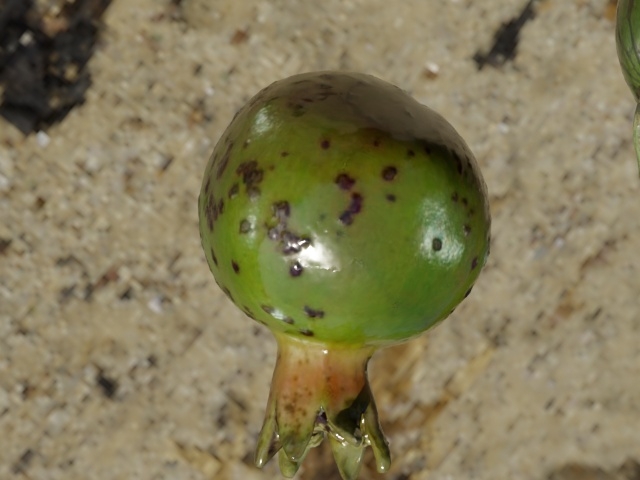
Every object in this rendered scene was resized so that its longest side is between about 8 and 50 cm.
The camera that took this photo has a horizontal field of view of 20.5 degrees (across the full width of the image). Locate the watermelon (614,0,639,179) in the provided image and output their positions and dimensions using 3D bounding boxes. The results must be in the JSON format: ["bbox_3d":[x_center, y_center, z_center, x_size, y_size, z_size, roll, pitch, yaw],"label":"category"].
[{"bbox_3d":[0.301,-0.150,1.306,0.214,0.188,0.188,-30,148,-19],"label":"watermelon"}]

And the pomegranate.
[{"bbox_3d":[0.010,0.014,1.288,0.231,0.231,0.286,76,24,-59],"label":"pomegranate"}]
